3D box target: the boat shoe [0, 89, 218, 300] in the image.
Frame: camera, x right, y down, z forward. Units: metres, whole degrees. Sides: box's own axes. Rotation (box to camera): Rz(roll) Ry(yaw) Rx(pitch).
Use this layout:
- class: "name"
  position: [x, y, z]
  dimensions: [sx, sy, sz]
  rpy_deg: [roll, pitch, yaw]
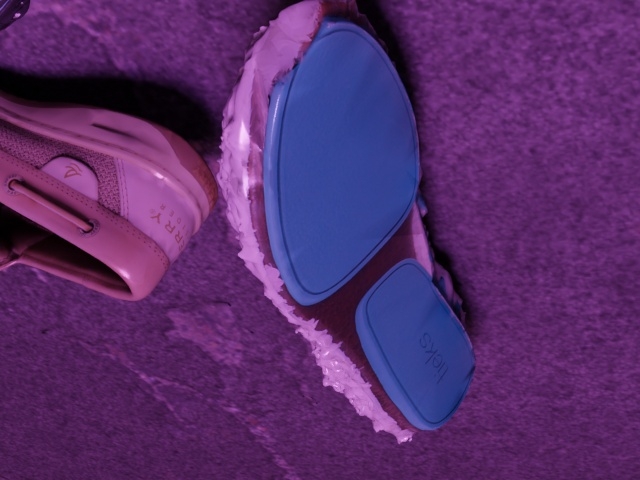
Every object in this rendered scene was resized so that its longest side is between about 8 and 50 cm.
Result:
- class: "boat shoe"
  position: [-0.239, -0.039, 0.789]
  dimensions: [0.341, 0.110, 0.121]
  rpy_deg: [10, 147, 29]

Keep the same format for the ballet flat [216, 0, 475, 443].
- class: "ballet flat"
  position: [0.000, 0.000, 0.781]
  dimensions: [0.147, 0.147, 0.409]
  rpy_deg: [0, 141, 19]

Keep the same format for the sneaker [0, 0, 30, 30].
- class: "sneaker"
  position: [-0.196, -0.179, 0.654]
  dimensions: [0.267, 0.101, 0.106]
  rpy_deg: [-10, 159, 30]
